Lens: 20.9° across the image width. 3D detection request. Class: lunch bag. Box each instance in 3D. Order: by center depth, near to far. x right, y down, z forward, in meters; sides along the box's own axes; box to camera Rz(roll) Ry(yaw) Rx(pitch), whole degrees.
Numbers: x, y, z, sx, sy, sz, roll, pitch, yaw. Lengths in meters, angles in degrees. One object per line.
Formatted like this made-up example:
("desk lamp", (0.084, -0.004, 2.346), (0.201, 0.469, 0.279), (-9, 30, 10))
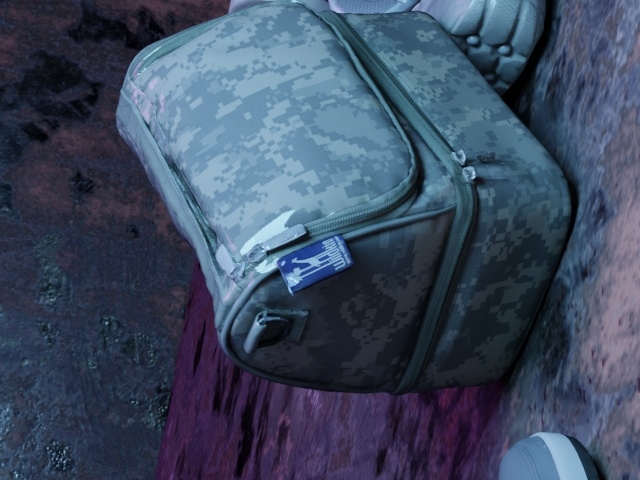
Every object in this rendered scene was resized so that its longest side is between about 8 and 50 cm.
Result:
("lunch bag", (0.002, -0.033, 1.292), (0.305, 0.256, 0.213), (59, 143, 44))

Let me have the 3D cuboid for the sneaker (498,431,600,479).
("sneaker", (0.070, 0.236, 1.016), (0.124, 0.178, 0.296), (115, 164, -52))

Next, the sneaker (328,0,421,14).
("sneaker", (0.084, -0.224, 1.628), (0.281, 0.105, 0.115), (-51, -39, -60))

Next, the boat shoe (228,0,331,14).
("boat shoe", (0.012, -0.236, 1.747), (0.340, 0.127, 0.158), (44, -123, -66))

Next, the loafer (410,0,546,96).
("loafer", (0.106, -0.142, 1.500), (0.319, 0.112, 0.111), (129, 157, -53))
